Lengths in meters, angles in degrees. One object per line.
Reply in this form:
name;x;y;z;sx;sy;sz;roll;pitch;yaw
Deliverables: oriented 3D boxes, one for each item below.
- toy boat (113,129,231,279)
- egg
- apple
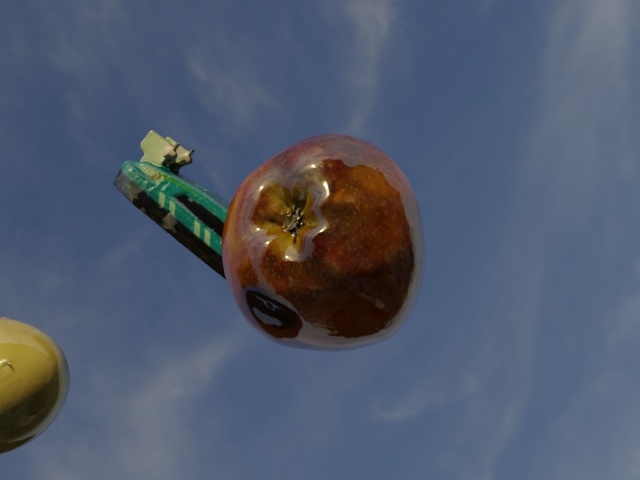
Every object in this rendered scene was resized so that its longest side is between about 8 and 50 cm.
toy boat;-0.118;-0.024;1.232;0.092;0.299;0.134;-55;-13;7
egg;-0.385;0.169;1.108;0.202;0.164;0.164;-17;-61;7
apple;0.000;0.000;0.993;0.230;0.230;0.229;-11;-69;-31
